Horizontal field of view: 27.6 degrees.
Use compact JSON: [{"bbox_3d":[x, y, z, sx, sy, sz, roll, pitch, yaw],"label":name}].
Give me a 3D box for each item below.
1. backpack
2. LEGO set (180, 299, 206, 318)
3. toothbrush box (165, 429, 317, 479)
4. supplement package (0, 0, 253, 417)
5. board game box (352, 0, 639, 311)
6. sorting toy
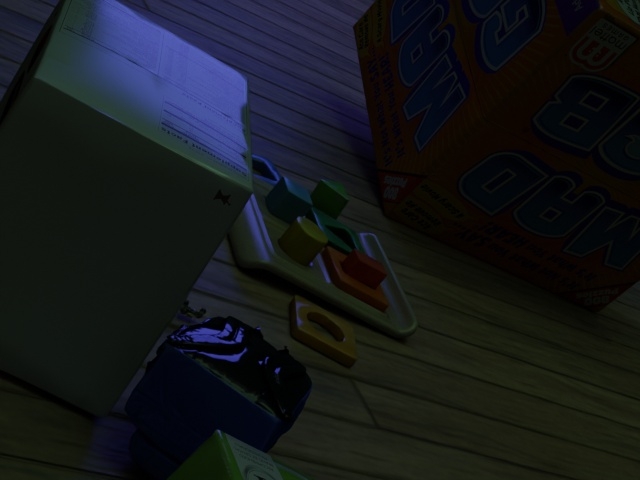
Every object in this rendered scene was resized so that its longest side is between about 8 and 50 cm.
[{"bbox_3d":[-0.068,0.104,0.843,0.098,0.101,0.120,39,17,4],"label":"backpack"},{"bbox_3d":[-0.121,0.033,1.039,0.054,0.023,0.083,22,37,-26],"label":"LEGO set"},{"bbox_3d":[0.021,0.251,0.583,0.206,0.122,0.283,35,18,-39],"label":"toothbrush box"},{"bbox_3d":[-0.156,-0.034,0.872,0.149,0.194,0.203,28,21,-17],"label":"supplement package"},{"bbox_3d":[0.301,-0.198,1.598,0.356,0.356,0.356,24,40,-29],"label":"board game box"},{"bbox_3d":[0.000,0.000,1.251,0.196,0.047,0.347,24,23,-27],"label":"sorting toy"}]
